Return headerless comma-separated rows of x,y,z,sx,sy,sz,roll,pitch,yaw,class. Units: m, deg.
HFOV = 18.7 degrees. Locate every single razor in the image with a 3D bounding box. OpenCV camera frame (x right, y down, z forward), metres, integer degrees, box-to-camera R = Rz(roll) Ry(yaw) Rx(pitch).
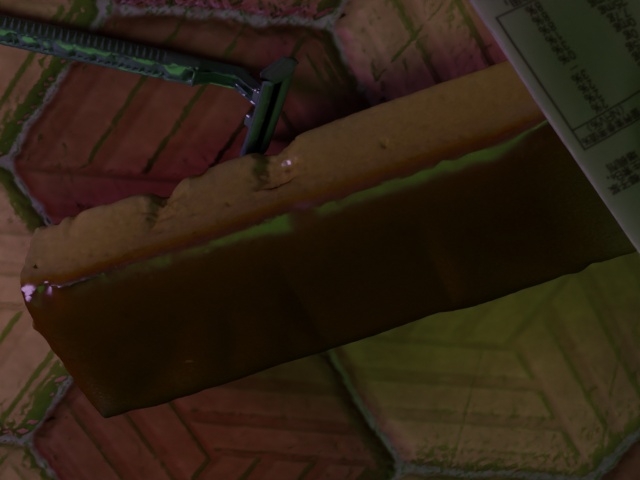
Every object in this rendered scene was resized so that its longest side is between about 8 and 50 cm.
-0.123,-0.107,1.132,0.211,0.036,0.084,17,144,-4,razor

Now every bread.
0.000,0.000,1.161,0.361,0.077,0.138,-18,138,15,bread

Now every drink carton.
0.160,-0.144,0.991,0.132,0.194,0.324,-25,122,21,drink carton
